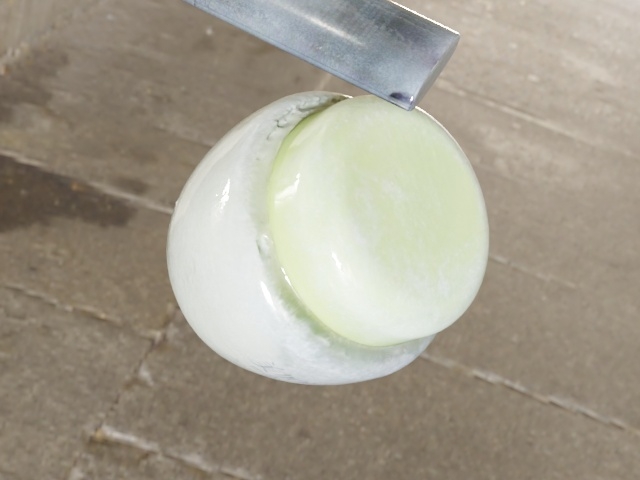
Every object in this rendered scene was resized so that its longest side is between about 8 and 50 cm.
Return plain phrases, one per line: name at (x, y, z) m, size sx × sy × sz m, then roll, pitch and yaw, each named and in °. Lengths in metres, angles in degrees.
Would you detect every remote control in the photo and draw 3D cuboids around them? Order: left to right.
remote control at (-0.066, -0.228, 1.080) m, size 0.378 × 0.044 × 0.107 m, roll 27°, pitch 46°, yaw 10°

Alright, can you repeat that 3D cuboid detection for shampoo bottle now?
shampoo bottle at (0.000, 0.000, 1.359) m, size 0.323 × 0.322 × 0.317 m, roll -7°, pitch -6°, yaw -42°
